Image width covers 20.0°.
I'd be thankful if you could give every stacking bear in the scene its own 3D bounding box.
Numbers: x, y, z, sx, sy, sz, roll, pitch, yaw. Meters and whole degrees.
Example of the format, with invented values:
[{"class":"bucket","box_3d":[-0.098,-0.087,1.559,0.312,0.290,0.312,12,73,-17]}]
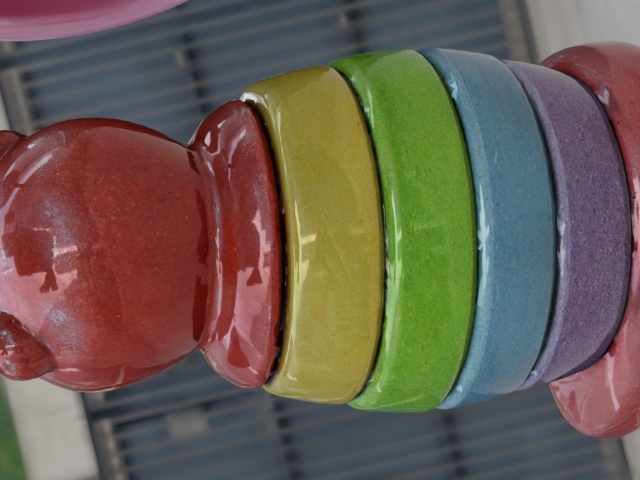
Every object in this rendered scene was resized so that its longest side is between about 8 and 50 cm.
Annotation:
[{"class":"stacking bear","box_3d":[0.000,0.000,0.756,0.164,0.289,0.175,127,137,-68]}]

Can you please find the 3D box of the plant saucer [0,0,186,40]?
[{"class":"plant saucer","box_3d":[-0.155,-0.252,1.098,0.332,0.332,0.084,76,175,-63]}]
